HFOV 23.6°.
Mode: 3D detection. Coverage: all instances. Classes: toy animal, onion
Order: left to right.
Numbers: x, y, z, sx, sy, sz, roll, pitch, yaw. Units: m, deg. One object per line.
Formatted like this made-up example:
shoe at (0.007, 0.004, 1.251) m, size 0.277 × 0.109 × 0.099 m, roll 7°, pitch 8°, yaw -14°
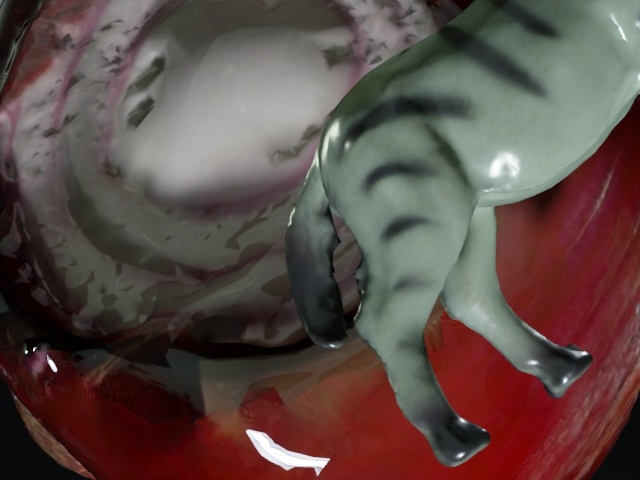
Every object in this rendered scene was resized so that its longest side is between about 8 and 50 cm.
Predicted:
onion at (0.003, -0.008, 0.698) m, size 0.341 × 0.341 × 0.341 m, roll -2°, pitch -129°, yaw 2°
toy animal at (0.066, -0.055, 0.480) m, size 0.217 × 0.073 × 0.176 m, roll -39°, pitch -98°, yaw -9°
